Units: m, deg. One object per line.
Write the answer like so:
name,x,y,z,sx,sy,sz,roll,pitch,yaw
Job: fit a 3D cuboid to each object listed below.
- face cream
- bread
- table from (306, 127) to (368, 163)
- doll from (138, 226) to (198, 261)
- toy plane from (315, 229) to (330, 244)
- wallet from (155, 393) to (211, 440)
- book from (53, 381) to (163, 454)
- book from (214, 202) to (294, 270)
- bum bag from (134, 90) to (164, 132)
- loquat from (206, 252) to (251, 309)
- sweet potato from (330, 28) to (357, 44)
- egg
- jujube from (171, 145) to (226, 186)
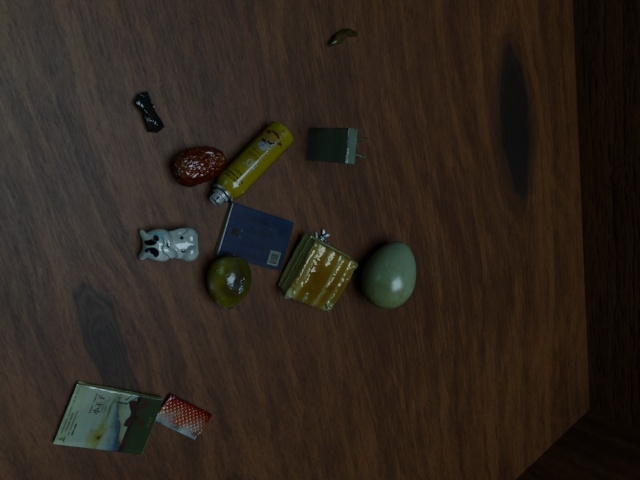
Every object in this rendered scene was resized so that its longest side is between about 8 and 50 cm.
face cream,-0.240,-0.250,1.796,0.348,0.105,0.105,-49,123,-17
bread,-0.010,0.132,2.020,0.239,0.111,0.246,28,94,-34
table,0.065,-0.337,1.912,0.111,0.240,0.121,0,101,-36
doll,-0.470,0.014,1.681,0.181,0.107,0.110,-2,93,-36
toy plane,0.000,0.000,2.067,0.078,0.031,0.083,42,72,-18
wallet,-0.477,0.614,1.855,0.196,0.020,0.103,42,75,-34
book,-0.666,0.570,1.699,0.289,0.026,0.201,22,87,-34
book,-0.230,-0.010,1.902,0.269,0.025,0.190,17,88,-37
bum bag,-0.517,-0.383,1.610,0.058,0.034,0.124,-39,120,-34
loquat,-0.309,0.140,1.804,0.152,0.152,0.195,2,90,-36
sweet potato,0.084,-0.754,1.968,0.153,0.038,0.041,-36,142,-34
egg,0.287,0.137,2.186,0.218,0.218,0.295,39,67,-35
jujube,-0.385,-0.240,1.698,0.176,0.109,0.112,-29,152,-37
